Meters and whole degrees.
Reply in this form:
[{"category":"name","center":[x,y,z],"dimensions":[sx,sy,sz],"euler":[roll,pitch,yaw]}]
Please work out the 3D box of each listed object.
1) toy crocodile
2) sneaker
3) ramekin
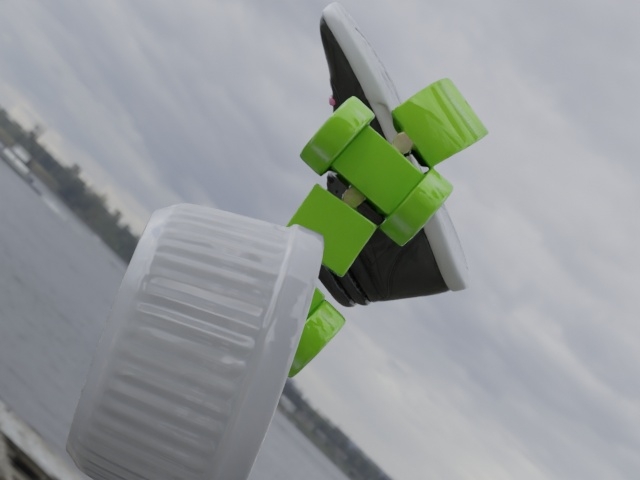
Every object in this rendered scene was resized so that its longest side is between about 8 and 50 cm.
[{"category":"toy crocodile","center":[0.000,0.000,0.965],"dimensions":[0.115,0.340,0.105],"euler":[41,-4,1]},{"category":"sneaker","center":[0.022,-0.067,1.138],"dimensions":[0.104,0.147,0.296],"euler":[-42,110,-75]},{"category":"ramekin","center":[-0.083,0.074,0.771],"dimensions":[0.109,0.207,0.207],"euler":[21,-6,-5]}]
